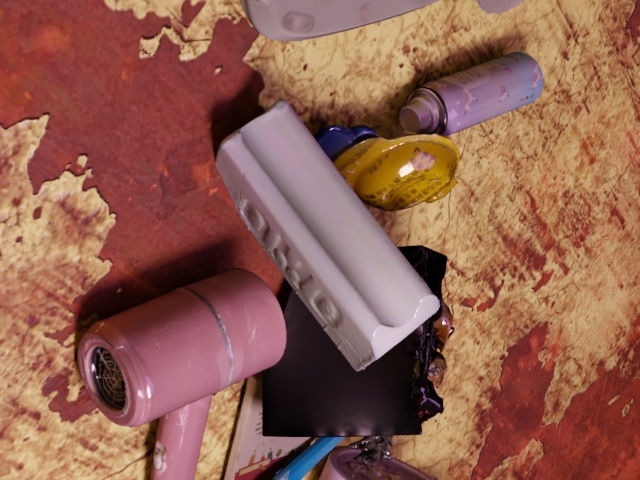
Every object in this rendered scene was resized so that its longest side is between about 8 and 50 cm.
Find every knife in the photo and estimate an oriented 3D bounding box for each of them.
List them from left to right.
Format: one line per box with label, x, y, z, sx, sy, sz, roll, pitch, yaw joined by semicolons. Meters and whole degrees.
knife;-0.003;0.293;1.834;0.296;0.026;0.044;-35;135;-45

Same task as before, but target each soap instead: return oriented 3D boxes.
soap;0.000;0.000;1.471;0.095;0.289;0.173;-36;176;-14

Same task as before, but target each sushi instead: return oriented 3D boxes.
sushi;0.061;0.137;1.677;0.212;0.215;0.227;22;66;-66

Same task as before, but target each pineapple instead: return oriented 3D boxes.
pineapple;0.104;0.233;1.866;0.108;0.108;0.198;30;85;-54

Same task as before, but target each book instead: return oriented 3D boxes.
book;-0.061;0.262;1.770;0.162;0.022;0.232;-15;125;-49

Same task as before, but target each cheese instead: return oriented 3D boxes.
cheese;0.078;-0.094;1.621;0.250;0.064;0.156;16;137;-44

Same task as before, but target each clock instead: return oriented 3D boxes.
clock;0.091;0.373;1.884;0.197;0.197;0.068;8;108;-52

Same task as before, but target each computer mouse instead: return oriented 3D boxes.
computer mouse;0.047;-0.326;1.413;0.331;0.095;0.197;-20;129;-30

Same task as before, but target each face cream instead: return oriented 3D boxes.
face cream;0.192;-0.185;1.700;0.229;0.075;0.075;-24;132;-39

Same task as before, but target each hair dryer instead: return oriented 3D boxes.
hair dryer;-0.175;0.209;1.532;0.210;0.125;0.352;-22;138;-39

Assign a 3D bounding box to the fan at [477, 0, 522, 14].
fan;0.203;-0.355;1.643;0.329;0.009;0.191;-31;138;-37
